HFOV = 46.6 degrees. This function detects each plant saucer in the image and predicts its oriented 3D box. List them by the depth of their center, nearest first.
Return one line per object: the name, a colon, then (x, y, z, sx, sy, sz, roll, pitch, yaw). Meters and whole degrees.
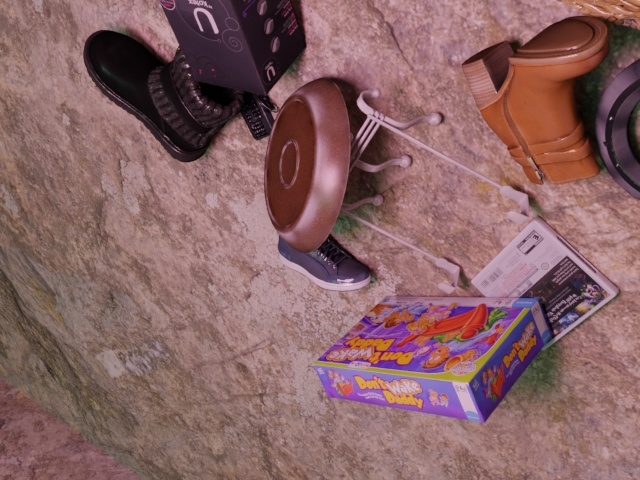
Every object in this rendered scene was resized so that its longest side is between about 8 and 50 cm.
plant saucer: (-0.037, -0.133, 1.307, 0.311, 0.050, 0.310, -177, 90, -65)

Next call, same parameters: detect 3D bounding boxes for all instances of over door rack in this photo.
over door rack: (0.163, -0.087, 1.262, 0.324, 0.108, 0.239, 36, 138, 3)

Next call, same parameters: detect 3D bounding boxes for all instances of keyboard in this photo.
keyboard: (-0.148, -0.288, 1.444, 0.100, 0.038, 0.192, -15, 107, 46)

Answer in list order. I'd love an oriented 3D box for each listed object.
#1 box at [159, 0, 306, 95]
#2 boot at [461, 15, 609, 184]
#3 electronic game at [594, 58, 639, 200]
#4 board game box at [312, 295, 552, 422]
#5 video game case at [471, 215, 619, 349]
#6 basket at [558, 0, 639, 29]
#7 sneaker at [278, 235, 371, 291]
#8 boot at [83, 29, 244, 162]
box: (-0.156, -0.395, 1.231, 0.165, 0.143, 0.270, 17, 149, 29)
boot: (0.319, -0.171, 1.010, 0.220, 0.109, 0.283, 57, 160, -14)
electronic game: (0.477, -0.141, 0.979, 0.229, 0.048, 0.229, 23, 131, 30)
board game box: (0.189, 0.192, 1.298, 0.347, 0.233, 0.078, -4, 117, 47)
video game case: (0.368, 0.075, 1.241, 0.173, 0.022, 0.190, 45, 137, 10)
basket: (0.353, -0.417, 0.874, 0.299, 0.223, 0.213, 37, 168, 17)
sneaker: (-0.002, 0.001, 1.470, 0.226, 0.086, 0.163, 22, 132, 31)
boot: (-0.309, -0.333, 1.462, 0.348, 0.131, 0.260, 43, 152, -4)
